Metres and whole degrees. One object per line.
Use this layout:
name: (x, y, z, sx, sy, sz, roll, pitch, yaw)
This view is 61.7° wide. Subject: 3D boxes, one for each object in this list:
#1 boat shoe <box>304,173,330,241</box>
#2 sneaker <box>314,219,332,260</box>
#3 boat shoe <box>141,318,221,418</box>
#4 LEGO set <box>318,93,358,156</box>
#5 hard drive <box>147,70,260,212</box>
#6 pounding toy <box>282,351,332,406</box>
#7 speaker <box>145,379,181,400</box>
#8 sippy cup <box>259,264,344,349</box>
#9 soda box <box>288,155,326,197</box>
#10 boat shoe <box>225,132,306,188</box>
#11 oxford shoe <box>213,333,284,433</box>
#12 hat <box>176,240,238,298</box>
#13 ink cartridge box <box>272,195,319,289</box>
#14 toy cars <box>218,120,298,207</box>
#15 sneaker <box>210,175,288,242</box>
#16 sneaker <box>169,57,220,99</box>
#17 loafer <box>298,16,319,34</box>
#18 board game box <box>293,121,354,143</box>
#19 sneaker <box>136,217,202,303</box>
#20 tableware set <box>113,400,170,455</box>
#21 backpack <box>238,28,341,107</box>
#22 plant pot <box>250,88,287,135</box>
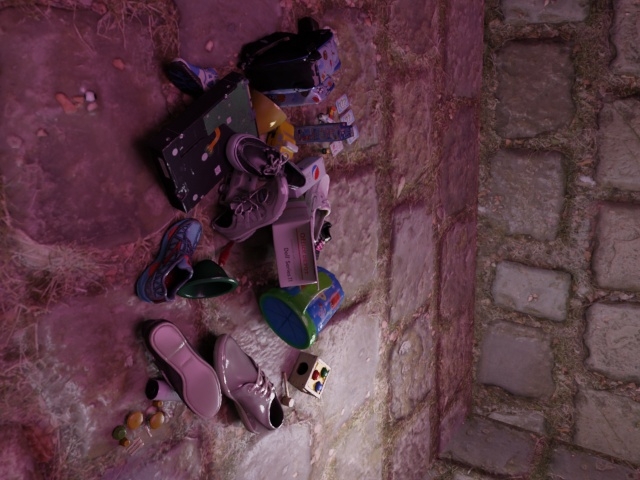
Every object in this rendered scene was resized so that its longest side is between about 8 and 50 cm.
boat shoe: (-0.004, -0.118, 1.940, 0.098, 0.096, 0.277, 28, 74, -53)
sneaker: (0.000, 0.000, 1.991, 0.063, 0.075, 0.170, 24, 78, -54)
boat shoe: (-0.377, 0.344, 1.467, 0.112, 0.095, 0.335, -39, 119, -28)
LEGO set: (0.073, -0.424, 2.023, 0.244, 0.060, 0.182, -47, 129, -39)
hard drive: (-0.301, -0.266, 1.445, 0.339, 0.064, 0.237, -51, 155, -28)
pounding toy: (-0.061, 0.530, 2.000, 0.181, 0.094, 0.206, 51, 56, -47)
speaker: (-0.420, 0.421, 1.501, 0.136, 0.055, 0.055, 26, 75, -54)
sippy cup: (-0.048, 0.208, 1.802, 0.224, 0.305, 0.240, -38, 115, -34)
soda box: (-0.062, -0.220, 1.841, 0.216, 0.069, 0.074, -45, 131, -49)
boat shoe: (-0.148, -0.219, 1.564, 0.306, 0.105, 0.113, 35, 74, -55)
oxford shoe: (-0.219, 0.453, 1.695, 0.169, 0.130, 0.449, -77, 155, -50)
hat: (-0.330, 0.058, 1.540, 0.208, 0.173, 0.183, 85, -6, -71)
ink cartridge box: (-0.084, 0.008, 1.665, 0.353, 0.119, 0.207, -108, -169, -70)
toy cars: (-0.177, -0.246, 1.677, 0.393, 0.087, 0.176, -48, 133, -38)
sneaker: (-0.202, -0.089, 1.543, 0.115, 0.281, 0.105, 19, 41, -44)
sneaker: (-0.328, -0.434, 1.443, 0.211, 0.080, 0.081, 34, 62, -63)
loafer: (-0.013, -0.648, 1.829, 0.078, 0.080, 0.220, -30, 121, -48)
board game box: (-0.001, -0.371, 1.843, 0.194, 0.194, 0.060, -44, 131, -68)
sneaker: (-0.371, 0.060, 1.432, 0.104, 0.125, 0.262, 50, 57, -47)
tableware set: (-0.486, 0.496, 1.455, 0.154, 0.024, 0.104, -45, 128, -39)
backpack: (-0.060, -0.537, 1.647, 0.263, 0.277, 0.213, -59, 145, -38)
plant pot: (-0.183, -0.376, 1.624, 0.095, 0.134, 0.134, -53, 141, -1)
